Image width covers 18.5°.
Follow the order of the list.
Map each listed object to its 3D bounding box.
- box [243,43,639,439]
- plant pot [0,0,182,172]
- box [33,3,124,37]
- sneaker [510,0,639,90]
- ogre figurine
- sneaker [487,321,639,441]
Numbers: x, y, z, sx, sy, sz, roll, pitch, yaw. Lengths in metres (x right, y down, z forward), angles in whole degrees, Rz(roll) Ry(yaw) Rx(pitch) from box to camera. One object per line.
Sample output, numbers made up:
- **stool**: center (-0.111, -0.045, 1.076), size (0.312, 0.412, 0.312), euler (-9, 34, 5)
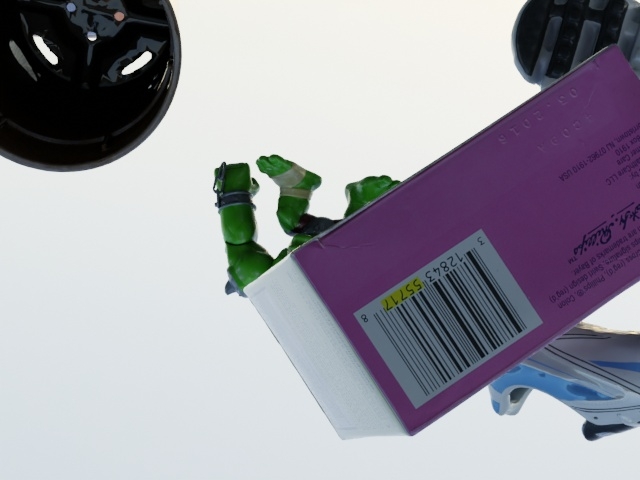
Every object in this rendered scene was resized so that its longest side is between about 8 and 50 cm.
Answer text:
- **box**: center (0.085, 0.011, 1.143), size (0.213, 0.117, 0.243), euler (-33, 180, -10)
- **plant pot**: center (-0.171, -0.148, 1.376), size (0.167, 0.167, 0.165), euler (0, -163, 2)
- **box**: center (-0.280, -0.245, 1.601), size (0.257, 0.123, 0.128), euler (4, 161, 25)
- **sneaker**: center (0.285, -0.112, 1.501), size (0.292, 0.110, 0.118), euler (23, 173, 6)
- **ogre figurine**: center (0.000, 0.000, 1.642), size (0.197, 0.118, 0.097), euler (13, 165, -5)
- **sneaker**: center (0.223, 0.096, 1.312), size (0.237, 0.086, 0.085), euler (6, -173, 29)
